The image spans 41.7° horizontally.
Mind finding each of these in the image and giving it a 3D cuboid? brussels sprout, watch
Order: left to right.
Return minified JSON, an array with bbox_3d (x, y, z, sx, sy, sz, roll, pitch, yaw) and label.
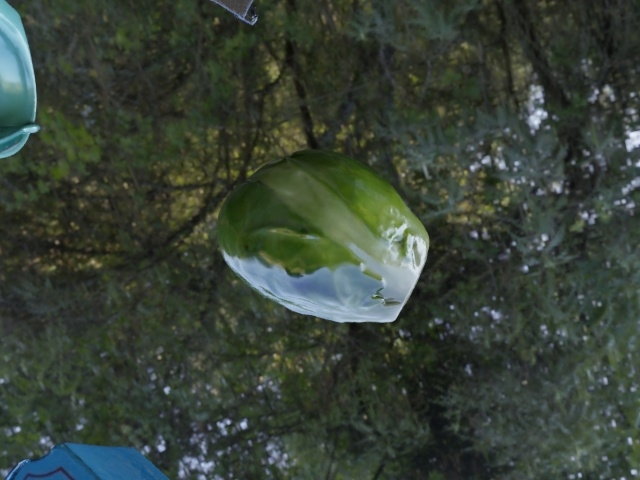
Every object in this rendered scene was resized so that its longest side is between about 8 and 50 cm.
[{"bbox_3d":[-0.385,-0.182,0.927,0.068,0.195,0.237,0,172,7],"label":"watch"},{"bbox_3d":[0.000,0.000,1.489,0.371,0.315,0.276,18,-119,13],"label":"brussels sprout"}]

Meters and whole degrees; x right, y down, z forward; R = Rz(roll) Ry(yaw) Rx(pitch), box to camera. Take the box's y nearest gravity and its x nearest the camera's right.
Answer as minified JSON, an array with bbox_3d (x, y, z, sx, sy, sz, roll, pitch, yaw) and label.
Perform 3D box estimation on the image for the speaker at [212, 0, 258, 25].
[{"bbox_3d":[-0.218,-0.613,1.841,0.184,0.254,0.232,-57,-165,13],"label":"speaker"}]

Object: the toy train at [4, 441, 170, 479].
[{"bbox_3d":[-0.286,0.407,0.971,0.265,0.188,0.300,31,-90,29],"label":"toy train"}]
